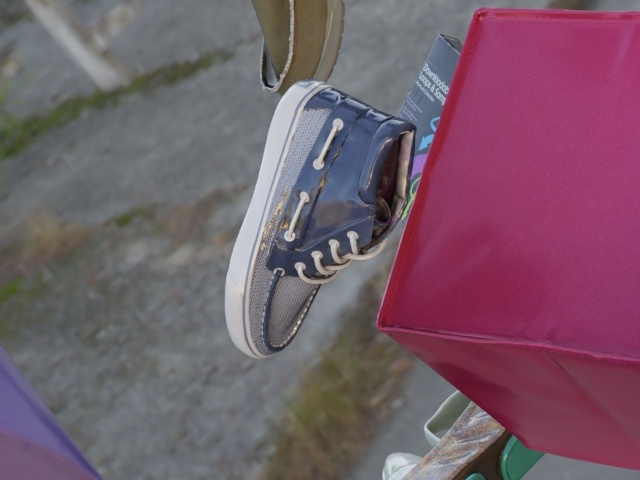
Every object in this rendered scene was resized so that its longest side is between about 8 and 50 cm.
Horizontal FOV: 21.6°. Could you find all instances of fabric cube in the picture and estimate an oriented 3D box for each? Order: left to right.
[{"bbox_3d":[0.235,0.010,1.166,0.259,0.258,0.254,8,69,35],"label":"fabric cube"}]

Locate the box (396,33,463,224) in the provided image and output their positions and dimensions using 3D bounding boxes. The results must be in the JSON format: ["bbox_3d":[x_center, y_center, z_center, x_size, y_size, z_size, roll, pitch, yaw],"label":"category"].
[{"bbox_3d":[0.107,-0.099,1.573,0.162,0.029,0.116,-63,32,18],"label":"box"}]

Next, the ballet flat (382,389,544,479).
[{"bbox_3d":[0.123,0.208,1.520,0.106,0.107,0.316,20,47,36],"label":"ballet flat"}]

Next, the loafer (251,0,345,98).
[{"bbox_3d":[-0.035,-0.223,1.260,0.087,0.251,0.094,-6,21,-19],"label":"loafer"}]

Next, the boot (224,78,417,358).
[{"bbox_3d":[0.000,0.000,1.055,0.086,0.190,0.069,26,25,32],"label":"boot"}]

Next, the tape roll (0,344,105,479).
[{"bbox_3d":[-0.131,0.092,0.344,0.189,0.189,0.080,-40,44,-8],"label":"tape roll"}]
